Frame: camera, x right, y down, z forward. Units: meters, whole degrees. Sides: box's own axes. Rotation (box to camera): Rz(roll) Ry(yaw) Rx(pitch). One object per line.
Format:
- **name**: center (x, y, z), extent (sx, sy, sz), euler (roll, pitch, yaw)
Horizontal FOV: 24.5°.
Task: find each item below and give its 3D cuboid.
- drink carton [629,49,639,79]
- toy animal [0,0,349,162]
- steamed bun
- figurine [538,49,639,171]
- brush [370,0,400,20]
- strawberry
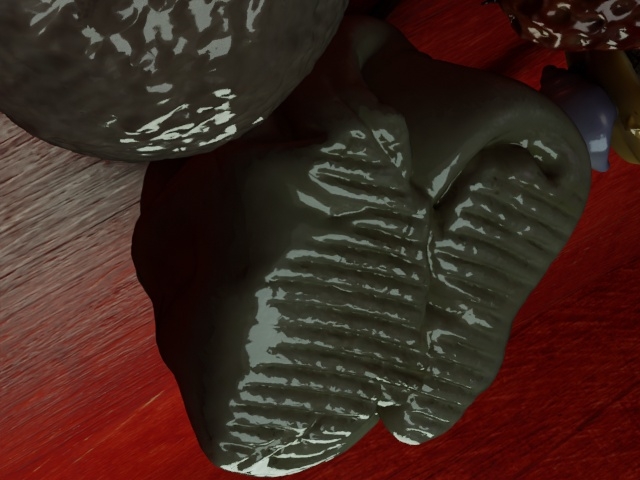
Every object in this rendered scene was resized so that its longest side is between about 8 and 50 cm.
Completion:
- **drink carton**: center (0.470, -0.270, 1.514), extent (0.324, 0.132, 0.194), euler (-40, 163, 26)
- **toy animal**: center (-0.081, -0.145, 0.753), extent (0.226, 0.188, 0.358), euler (-29, 164, 3)
- **steamed bun**: center (0.000, 0.000, 1.194), extent (0.342, 0.255, 0.367), euler (13, 105, -40)
- **figurine**: center (0.190, -0.077, 1.454), extent (0.257, 0.208, 0.181), euler (-29, 119, -10)
- **brush**: center (0.062, -0.195, 1.174), extent (0.043, 0.014, 0.170), euler (-12, 154, -47)
- **strawberry**: center (0.318, -0.242, 1.286), extent (0.280, 0.150, 0.253), euler (-17, 159, -49)
